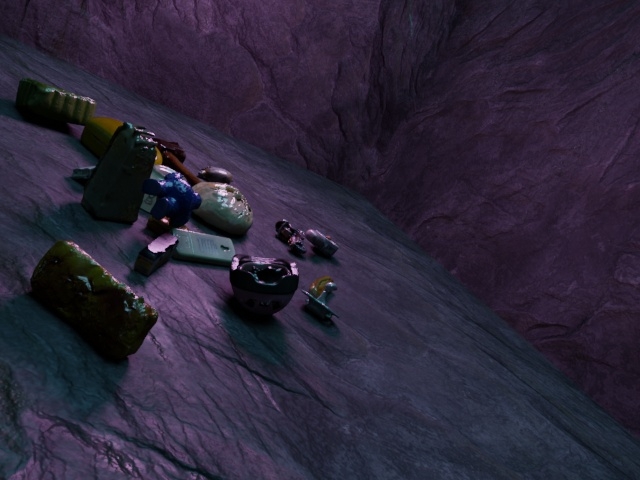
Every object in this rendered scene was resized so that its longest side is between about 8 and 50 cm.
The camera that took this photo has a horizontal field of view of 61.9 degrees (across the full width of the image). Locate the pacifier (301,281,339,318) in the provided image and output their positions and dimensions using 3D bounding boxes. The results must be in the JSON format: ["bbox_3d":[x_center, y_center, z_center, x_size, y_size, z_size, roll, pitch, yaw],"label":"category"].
[{"bbox_3d":[0.013,0.188,1.723,0.150,0.116,0.127,32,-11,21],"label":"pacifier"}]

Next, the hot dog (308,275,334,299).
[{"bbox_3d":[-0.001,0.166,1.889,0.066,0.047,0.216,67,18,-2],"label":"hot dog"}]

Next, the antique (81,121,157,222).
[{"bbox_3d":[-0.573,-0.202,1.564,0.125,0.284,0.150,39,19,31],"label":"antique"}]

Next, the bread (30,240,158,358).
[{"bbox_3d":[-0.450,0.110,1.057,0.271,0.139,0.077,36,6,15],"label":"bread"}]

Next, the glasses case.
[{"bbox_3d":[-0.738,-0.349,2.023,0.371,0.141,0.173,37,16,25],"label":"glasses case"}]

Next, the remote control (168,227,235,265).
[{"bbox_3d":[-0.362,0.022,1.644,0.233,0.038,0.098,12,53,-48],"label":"remote control"}]

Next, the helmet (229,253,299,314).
[{"bbox_3d":[-0.163,0.128,1.522,0.198,0.154,0.253,6,1,-11],"label":"helmet"}]

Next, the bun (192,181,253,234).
[{"bbox_3d":[-0.367,-0.141,2.022,0.287,0.146,0.287,29,11,-6],"label":"bun"}]

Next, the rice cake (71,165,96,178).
[{"bbox_3d":[-0.705,-0.239,1.779,0.127,0.043,0.237,2,16,20],"label":"rice cake"}]

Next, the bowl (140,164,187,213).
[{"bbox_3d":[-0.548,-0.179,1.856,0.238,0.126,0.238,28,13,-7],"label":"bowl"}]

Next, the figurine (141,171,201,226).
[{"bbox_3d":[-0.426,-0.127,1.622,0.121,0.164,0.262,-12,11,12],"label":"figurine"}]

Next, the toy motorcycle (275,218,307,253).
[{"bbox_3d":[-0.125,-0.019,2.205,0.118,0.084,0.212,30,17,-32],"label":"toy motorcycle"}]

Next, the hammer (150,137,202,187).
[{"bbox_3d":[-0.588,-0.302,2.258,0.409,0.095,0.242,39,17,24],"label":"hammer"}]

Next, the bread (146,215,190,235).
[{"bbox_3d":[-0.473,-0.039,1.663,0.132,0.053,0.074,30,15,3],"label":"bread"}]

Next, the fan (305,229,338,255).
[{"bbox_3d":[0.000,0.000,2.290,0.130,0.074,0.244,39,3,20],"label":"fan"}]

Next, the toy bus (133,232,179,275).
[{"bbox_3d":[-0.442,0.035,1.445,0.057,0.072,0.172,28,17,-2],"label":"toy bus"}]

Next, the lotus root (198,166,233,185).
[{"bbox_3d":[-0.483,-0.300,2.470,0.165,0.088,0.088,15,18,-15],"label":"lotus root"}]

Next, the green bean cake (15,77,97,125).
[{"bbox_3d":[-1.017,-0.529,2.048,0.222,0.124,0.248,22,11,35],"label":"green bean cake"}]
